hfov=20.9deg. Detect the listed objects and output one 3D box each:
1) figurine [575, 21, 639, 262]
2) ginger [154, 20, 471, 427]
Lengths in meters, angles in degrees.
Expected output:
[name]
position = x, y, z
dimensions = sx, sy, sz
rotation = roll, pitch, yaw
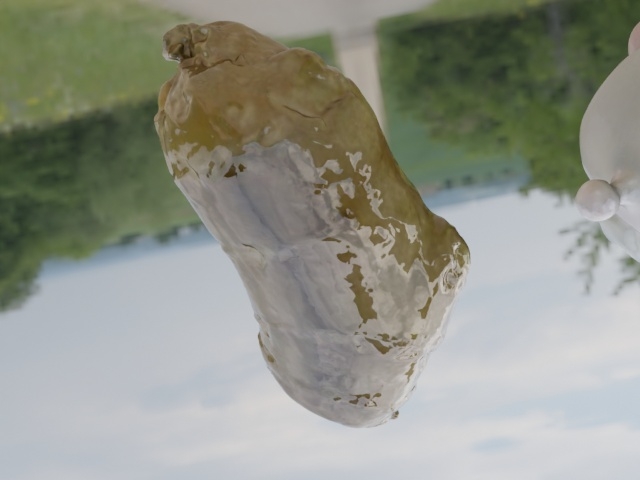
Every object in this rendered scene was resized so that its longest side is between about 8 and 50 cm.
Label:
[figurine]
position = 0.231, -0.063, 0.838
dimensions = 0.256, 0.182, 0.144
rotation = -40, 171, -16
[ginger]
position = -0.001, -0.001, 0.657
dimensions = 0.095, 0.190, 0.069
rotation = 2, -140, 45
